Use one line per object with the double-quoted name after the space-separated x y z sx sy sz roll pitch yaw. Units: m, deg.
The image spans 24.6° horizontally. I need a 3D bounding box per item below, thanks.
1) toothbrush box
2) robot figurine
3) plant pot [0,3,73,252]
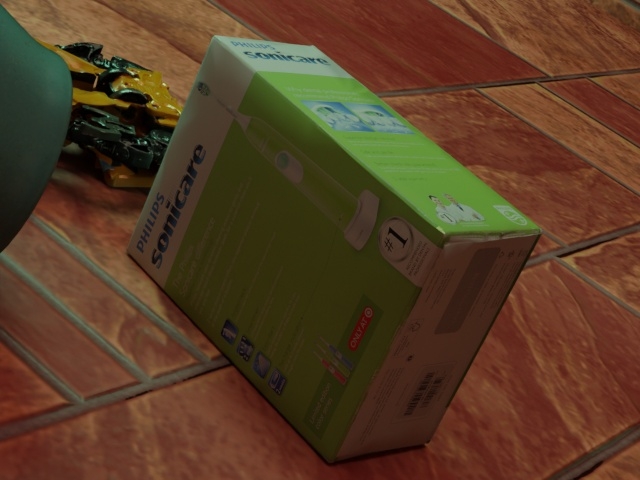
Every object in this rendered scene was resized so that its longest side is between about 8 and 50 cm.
0.000 0.000 1.142 0.122 0.206 0.283 -3 36 -47 "toothbrush box"
-0.249 -0.121 1.302 0.291 0.085 0.211 10 28 -29 "robot figurine"
-0.321 -0.100 1.000 0.255 0.272 0.272 29 18 -34 "plant pot"
